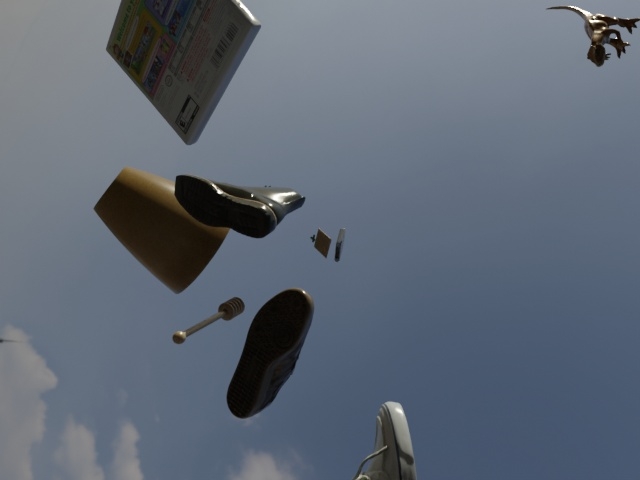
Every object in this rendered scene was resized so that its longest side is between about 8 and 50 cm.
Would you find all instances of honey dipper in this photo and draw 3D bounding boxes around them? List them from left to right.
[{"bbox_3d":[-0.166,0.122,0.744,0.030,0.160,0.031,5,-77,21],"label":"honey dipper"}]

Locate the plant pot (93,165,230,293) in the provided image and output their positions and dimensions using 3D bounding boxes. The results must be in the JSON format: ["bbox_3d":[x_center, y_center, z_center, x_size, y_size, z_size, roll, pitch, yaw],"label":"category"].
[{"bbox_3d":[-0.364,-0.046,1.119,0.237,0.254,0.237,-43,-157,23],"label":"plant pot"}]

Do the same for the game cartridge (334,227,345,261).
[{"bbox_3d":[0.049,0.010,1.245,0.017,0.083,0.056,15,-126,8],"label":"game cartridge"}]

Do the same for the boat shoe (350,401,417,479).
[{"bbox_3d":[0.101,0.500,0.951,0.156,0.136,0.367,0,-117,-1],"label":"boat shoe"}]

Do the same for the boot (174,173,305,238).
[{"bbox_3d":[-0.138,-0.073,0.858,0.197,0.137,0.077,26,-58,16],"label":"boot"}]

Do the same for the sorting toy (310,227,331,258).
[{"bbox_3d":[0.000,0.000,1.242,0.083,0.012,0.062,43,-47,42],"label":"sorting toy"}]

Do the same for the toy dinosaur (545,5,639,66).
[{"bbox_3d":[0.481,-0.374,0.858,0.064,0.112,0.212,110,-8,-45],"label":"toy dinosaur"}]

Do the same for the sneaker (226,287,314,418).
[{"bbox_3d":[-0.057,0.138,0.628,0.066,0.071,0.188,37,-74,23],"label":"sneaker"}]

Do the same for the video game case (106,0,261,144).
[{"bbox_3d":[-0.191,-0.267,0.654,0.193,0.023,0.212,49,-49,5],"label":"video game case"}]
